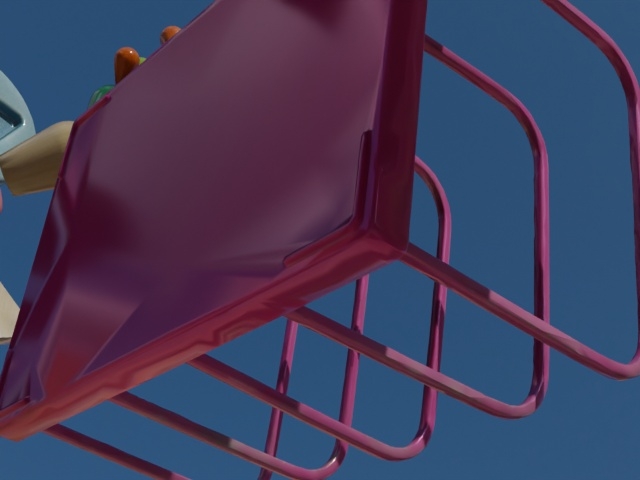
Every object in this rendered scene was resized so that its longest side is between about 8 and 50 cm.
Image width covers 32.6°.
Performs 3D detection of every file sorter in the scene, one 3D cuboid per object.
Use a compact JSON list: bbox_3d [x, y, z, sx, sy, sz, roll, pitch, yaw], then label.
[{"bbox_3d":[0.000,0.000,0.554,0.182,0.202,0.290,29,-38,-30],"label":"file sorter"}]

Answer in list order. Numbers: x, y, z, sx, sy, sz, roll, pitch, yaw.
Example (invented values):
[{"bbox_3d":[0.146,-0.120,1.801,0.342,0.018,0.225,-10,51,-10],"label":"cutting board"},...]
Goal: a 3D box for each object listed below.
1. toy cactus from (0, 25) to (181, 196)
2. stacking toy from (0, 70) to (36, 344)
[{"bbox_3d":[-0.153,-0.076,0.848,0.180,0.219,0.112,-20,-44,-4],"label":"toy cactus"},{"bbox_3d":[-0.325,-0.033,0.887,0.130,0.309,0.280,-25,-94,26],"label":"stacking toy"}]
